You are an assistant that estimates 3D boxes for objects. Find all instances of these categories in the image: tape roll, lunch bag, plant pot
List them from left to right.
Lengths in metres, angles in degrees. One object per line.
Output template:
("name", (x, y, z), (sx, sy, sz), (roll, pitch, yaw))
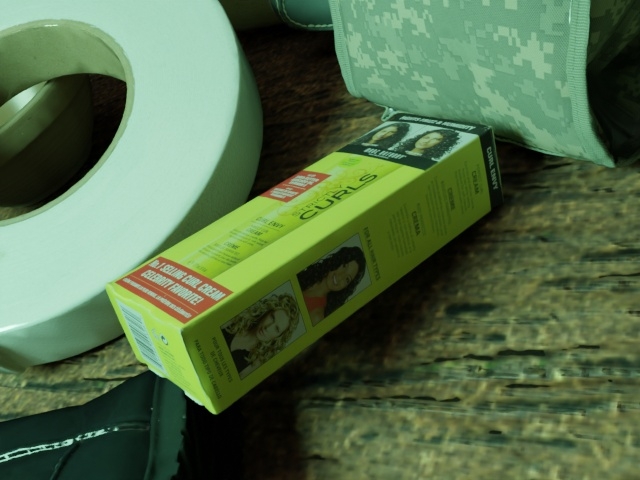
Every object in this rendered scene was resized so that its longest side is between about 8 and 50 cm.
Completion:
("plant pot", (-0.328, -0.112, 0.851), (0.237, 0.109, 0.237), (-21, 38, 18))
("tape roll", (-0.241, -0.084, 0.663), (0.392, 0.072, 0.392), (-5, 62, 10))
("lunch bag", (0.118, -0.202, 0.496), (0.169, 0.287, 0.235), (-18, 29, -35))

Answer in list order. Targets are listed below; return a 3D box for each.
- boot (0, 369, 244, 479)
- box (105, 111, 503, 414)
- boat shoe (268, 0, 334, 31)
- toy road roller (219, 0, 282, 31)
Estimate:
("boot", (-0.147, 0.174, 0.405), (0.207, 0.094, 0.246), (-22, 32, 12))
("box", (0.000, 0.000, 0.460), (0.232, 0.058, 0.087), (-33, 33, -28))
("boat shoe", (0.095, -0.246, 0.664), (0.320, 0.116, 0.099), (-14, 39, 17))
("toy road roller", (-0.002, -0.385, 0.865), (0.203, 0.241, 0.329), (3, 88, 40))
